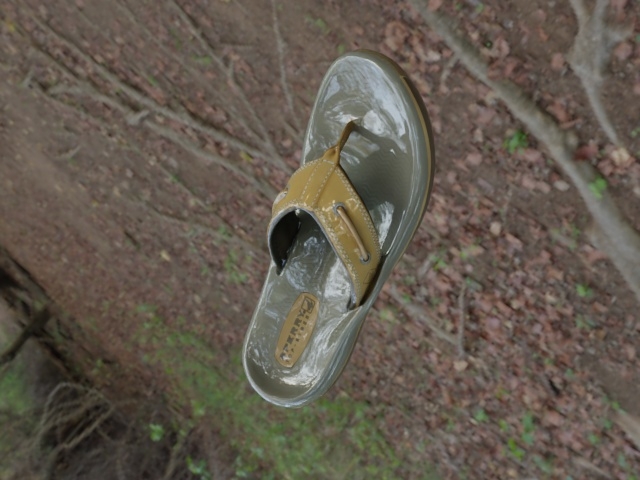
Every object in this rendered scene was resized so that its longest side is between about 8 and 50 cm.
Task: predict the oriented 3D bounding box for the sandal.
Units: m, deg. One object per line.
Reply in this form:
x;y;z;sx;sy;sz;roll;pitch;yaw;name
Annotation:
0.000;0.000;0.397;0.072;0.180;0.049;28;-165;29;sandal
